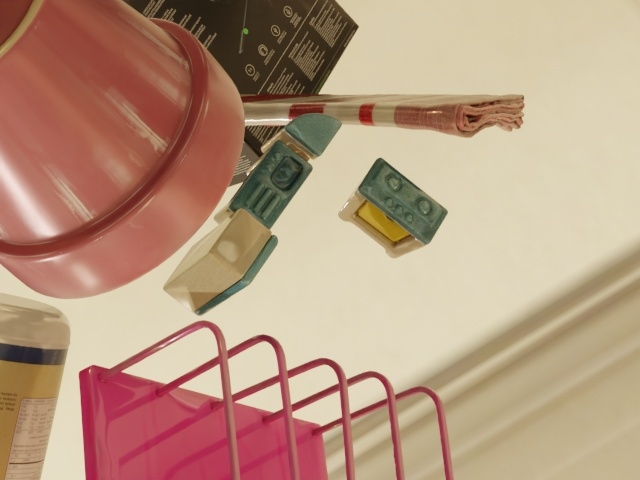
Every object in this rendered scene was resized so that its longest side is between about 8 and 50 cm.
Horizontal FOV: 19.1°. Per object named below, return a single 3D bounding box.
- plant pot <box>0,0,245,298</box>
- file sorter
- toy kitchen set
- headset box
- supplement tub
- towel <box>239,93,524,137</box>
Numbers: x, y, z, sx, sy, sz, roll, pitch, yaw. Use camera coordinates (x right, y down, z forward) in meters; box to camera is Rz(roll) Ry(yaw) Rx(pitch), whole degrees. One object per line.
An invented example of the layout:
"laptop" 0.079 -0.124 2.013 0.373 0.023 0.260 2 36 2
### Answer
"plant pot" -0.177 -0.093 1.245 0.180 0.201 0.201 49 -169 -42
"file sorter" -0.038 0.206 1.677 0.290 0.182 0.202 20 -127 -42
"toy kitchen set" 0.000 0.000 1.647 0.166 0.207 0.122 38 153 -9
"headset box" -0.132 -0.243 2.159 0.283 0.131 0.246 45 -126 -24
"supplement tub" -0.372 0.198 1.781 0.228 0.228 0.316 13 -91 -80
"towel" 0.013 -0.121 1.848 0.237 0.329 0.037 -14 -75 -68
